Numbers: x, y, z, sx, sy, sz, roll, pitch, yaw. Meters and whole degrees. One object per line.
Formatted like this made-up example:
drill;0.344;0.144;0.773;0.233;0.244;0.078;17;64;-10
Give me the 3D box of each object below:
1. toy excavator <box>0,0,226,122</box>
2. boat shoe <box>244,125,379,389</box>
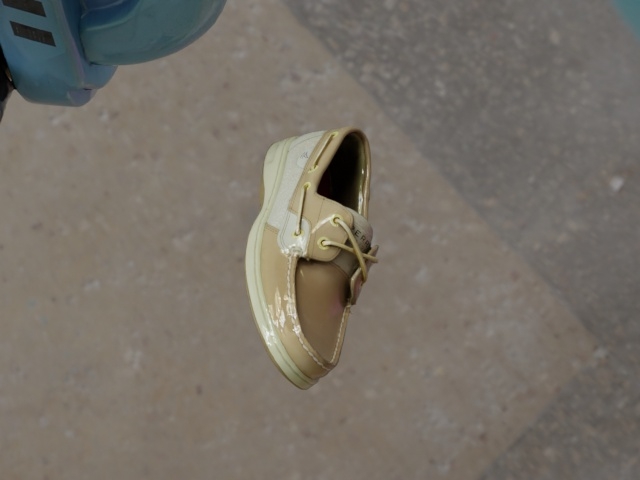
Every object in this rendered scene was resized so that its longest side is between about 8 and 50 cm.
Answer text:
toy excavator;-0.094;-0.258;0.908;0.445;0.222;0.433;3;145;6
boat shoe;0.000;0.000;0.612;0.045;0.135;0.050;-23;133;23
